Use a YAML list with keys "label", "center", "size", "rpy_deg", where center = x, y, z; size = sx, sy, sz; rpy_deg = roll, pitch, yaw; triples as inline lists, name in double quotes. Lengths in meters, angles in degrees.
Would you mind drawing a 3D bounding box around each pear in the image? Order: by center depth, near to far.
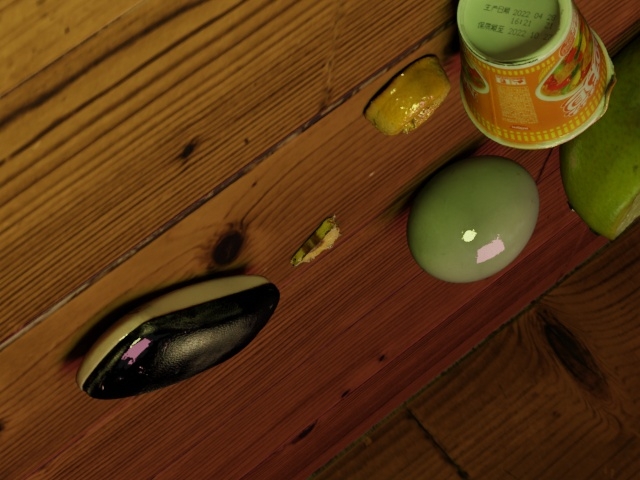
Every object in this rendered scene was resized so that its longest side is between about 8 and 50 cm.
- label: "pear"
  center: [0.457, -0.182, 2.530]
  size: [0.286, 0.176, 0.282]
  rpy_deg: [-40, 166, -20]

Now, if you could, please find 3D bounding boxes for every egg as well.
- label: "egg"
  center: [0.197, -0.029, 2.345]
  size: [0.192, 0.149, 0.149]
  rpy_deg: [-40, 168, -23]

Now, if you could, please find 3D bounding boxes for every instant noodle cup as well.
- label: "instant noodle cup"
  center: [0.210, -0.197, 1.859]
  size: [0.168, 0.168, 0.185]
  rpy_deg: [-40, 159, 0]

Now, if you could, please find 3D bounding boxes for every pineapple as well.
- label: "pineapple"
  center: [0.000, 0.000, 2.186]
  size: [0.045, 0.019, 0.083]
  rpy_deg: [-13, 152, -50]

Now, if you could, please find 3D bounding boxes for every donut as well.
- label: "donut"
  center: [0.098, -0.150, 1.924]
  size: [0.097, 0.043, 0.108]
  rpy_deg: [-47, 170, 27]

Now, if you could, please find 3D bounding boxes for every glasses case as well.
- label: "glasses case"
  center: [-0.149, 0.102, 1.977]
  size: [0.122, 0.075, 0.314]
  rpy_deg: [-49, 164, 27]
